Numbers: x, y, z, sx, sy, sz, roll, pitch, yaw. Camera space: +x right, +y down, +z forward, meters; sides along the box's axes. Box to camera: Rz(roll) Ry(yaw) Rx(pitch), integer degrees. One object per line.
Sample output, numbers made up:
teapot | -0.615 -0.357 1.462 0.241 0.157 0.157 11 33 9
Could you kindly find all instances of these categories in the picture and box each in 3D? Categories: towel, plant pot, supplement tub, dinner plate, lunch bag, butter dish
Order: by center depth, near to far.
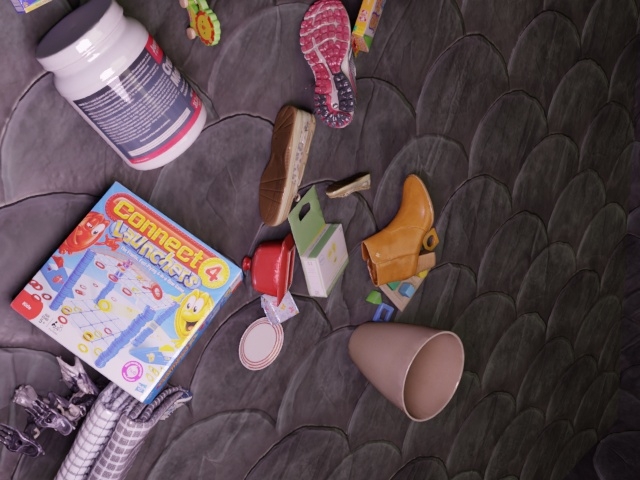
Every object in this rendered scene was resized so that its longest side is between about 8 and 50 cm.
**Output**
supplement tub | -0.354 -0.279 1.224 0.191 0.191 0.272 -52 132 -17
towel | -0.396 0.391 1.333 0.235 0.121 0.283 -62 180 8
butter dish | -0.128 0.062 1.608 0.160 0.118 0.160 -67 164 -79
lunch bag | -0.106 0.162 1.696 0.071 0.053 0.083 -28 94 -35
dinner plate | -0.153 0.260 1.711 0.141 0.017 0.141 -16 115 -38
plant pot | 0.215 0.331 1.896 0.257 0.274 0.256 -16 115 -39

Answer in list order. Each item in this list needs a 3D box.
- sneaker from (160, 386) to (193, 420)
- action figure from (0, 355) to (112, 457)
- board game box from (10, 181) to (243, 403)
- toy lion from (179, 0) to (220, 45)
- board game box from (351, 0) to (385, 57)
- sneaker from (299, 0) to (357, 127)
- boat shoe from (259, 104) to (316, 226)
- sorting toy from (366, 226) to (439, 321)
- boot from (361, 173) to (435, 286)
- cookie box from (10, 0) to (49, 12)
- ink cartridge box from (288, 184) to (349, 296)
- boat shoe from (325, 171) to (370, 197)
sneaker | -0.358 0.379 1.544 0.135 0.052 0.058 -10 120 -33
action figure | -0.501 0.303 1.300 0.164 0.275 0.141 -41 93 5
board game box | -0.359 0.097 1.283 0.302 0.308 0.086 -55 176 -15
toy lion | -0.236 -0.441 1.346 0.034 0.096 0.100 -29 121 -33
board game box | 0.131 -0.583 1.644 0.124 0.039 0.259 14 97 -79
sneaker | 0.024 -0.418 1.601 0.112 0.121 0.299 -37 124 -74
boat shoe | -0.070 -0.169 1.585 0.089 0.105 0.285 9 97 -41
sorting toy | 0.261 0.099 2.021 0.347 0.047 0.196 -54 132 -16
boot | 0.211 -0.028 1.903 0.211 0.104 0.295 -13 99 -23
cookie box | -0.495 -0.454 1.140 0.092 0.040 0.107 -42 129 -26
ink cartridge box | 0.000 0.000 1.699 0.171 0.056 0.235 -54 139 -50
boat shoe | 0.076 -0.136 1.768 0.153 0.056 0.048 -30 118 -41
